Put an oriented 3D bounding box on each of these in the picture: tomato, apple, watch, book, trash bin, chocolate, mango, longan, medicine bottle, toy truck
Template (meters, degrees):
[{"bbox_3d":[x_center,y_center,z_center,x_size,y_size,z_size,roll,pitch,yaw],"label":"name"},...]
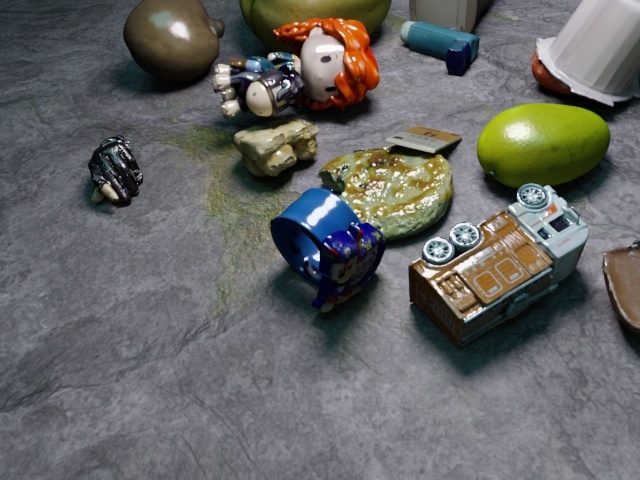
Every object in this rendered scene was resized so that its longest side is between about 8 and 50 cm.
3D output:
[{"bbox_3d":[0.580,-0.412,1.361,0.155,0.069,0.156,9,51,-12],"label":"tomato"},{"bbox_3d":[-0.019,-0.752,1.572,0.472,0.474,0.474,-6,46,6],"label":"apple"},{"bbox_3d":[0.004,0.002,1.015,0.200,0.196,0.171,33,51,27],"label":"watch"},{"bbox_3d":[0.237,-0.230,1.260,0.118,0.012,0.172,19,29,27],"label":"book"},{"bbox_3d":[0.402,-0.747,1.641,0.219,0.220,0.250,21,47,26],"label":"trash bin"},{"bbox_3d":[0.585,0.077,0.888,0.261,0.083,0.161,-5,63,8],"label":"chocolate"},{"bbox_3d":[0.458,-0.194,1.133,0.272,0.149,0.186,-3,44,4],"label":"mango"},{"bbox_3d":[-0.431,-0.606,1.658,0.299,0.243,0.301,5,60,-9],"label":"longan"},{"bbox_3d":[0.326,-0.548,1.547,0.124,0.079,0.258,-37,50,-22],"label":"medicine bottle"},{"bbox_3d":[0.310,0.042,0.948,0.305,0.136,0.162,-29,54,-12],"label":"toy truck"}]

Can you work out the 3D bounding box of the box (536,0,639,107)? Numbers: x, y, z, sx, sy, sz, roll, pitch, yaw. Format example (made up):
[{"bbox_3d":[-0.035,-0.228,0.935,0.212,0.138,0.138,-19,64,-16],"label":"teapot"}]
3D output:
[{"bbox_3d":[0.676,-0.465,1.254,0.291,0.206,0.263,-13,58,-25],"label":"box"}]

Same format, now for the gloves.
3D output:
[{"bbox_3d":[-0.502,-0.162,1.339,0.129,0.106,0.181,-18,42,-8],"label":"gloves"}]

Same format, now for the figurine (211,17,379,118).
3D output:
[{"bbox_3d":[-0.067,-0.410,1.375,0.411,0.241,0.306,-24,20,-26],"label":"figurine"}]

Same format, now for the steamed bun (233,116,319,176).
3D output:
[{"bbox_3d":[-0.109,-0.216,1.309,0.177,0.106,0.192,-30,34,-34],"label":"steamed bun"}]

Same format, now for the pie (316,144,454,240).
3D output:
[{"bbox_3d":[0.137,-0.110,1.178,0.302,0.067,0.303,-7,44,7],"label":"pie"}]
